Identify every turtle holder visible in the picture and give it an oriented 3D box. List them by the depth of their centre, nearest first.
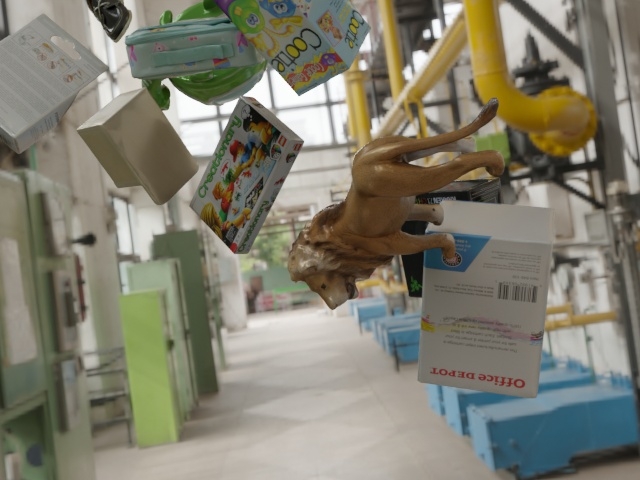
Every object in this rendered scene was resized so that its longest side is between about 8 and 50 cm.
[{"bbox_3d":[-0.267,-0.419,2.054,0.243,0.320,0.227,31,-12,16],"label":"turtle holder"}]

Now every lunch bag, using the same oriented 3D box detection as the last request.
[{"bbox_3d":[-0.245,-0.396,1.726,0.279,0.108,0.224,-7,15,5],"label":"lunch bag"}]

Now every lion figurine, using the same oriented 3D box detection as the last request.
[{"bbox_3d":[0.089,-0.057,1.195,0.240,0.142,0.392,0,-39,-11],"label":"lion figurine"}]

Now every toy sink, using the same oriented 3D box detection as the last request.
[{"bbox_3d":[-0.422,-0.210,1.978,0.131,0.234,0.153,-2,40,47],"label":"toy sink"}]

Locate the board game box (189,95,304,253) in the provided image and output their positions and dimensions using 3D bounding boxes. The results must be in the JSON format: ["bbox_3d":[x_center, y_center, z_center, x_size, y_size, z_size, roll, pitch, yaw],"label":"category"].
[{"bbox_3d":[-0.172,-0.147,1.927,0.053,0.305,0.193,-1,36,-49],"label":"board game box"}]

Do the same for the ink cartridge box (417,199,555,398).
[{"bbox_3d":[0.280,0.092,1.429,0.198,0.270,0.197,6,20,14],"label":"ink cartridge box"}]

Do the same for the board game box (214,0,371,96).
[{"bbox_3d":[-0.059,-0.432,1.588,0.142,0.275,0.144,-21,32,42],"label":"board game box"}]

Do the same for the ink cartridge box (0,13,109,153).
[{"bbox_3d":[-0.543,-0.296,1.594,0.232,0.189,0.066,-44,-12,-30],"label":"ink cartridge box"}]

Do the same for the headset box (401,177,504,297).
[{"bbox_3d":[0.314,0.006,2.017,0.131,0.283,0.246,-22,15,-40],"label":"headset box"}]

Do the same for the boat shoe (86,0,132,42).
[{"bbox_3d":[-0.483,-0.516,1.930,0.079,0.084,0.233,26,20,-37],"label":"boat shoe"}]
